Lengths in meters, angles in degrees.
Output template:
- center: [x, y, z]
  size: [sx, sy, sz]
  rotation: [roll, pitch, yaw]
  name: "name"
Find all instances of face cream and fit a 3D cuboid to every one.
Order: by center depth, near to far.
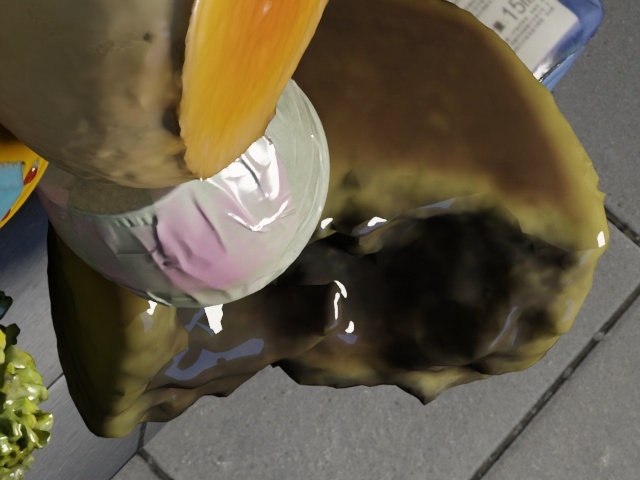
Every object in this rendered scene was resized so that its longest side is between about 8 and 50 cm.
- center: [0.123, -0.197, 1.485]
  size: [0.249, 0.225, 0.249]
  rotation: [-46, 173, -7]
  name: "face cream"

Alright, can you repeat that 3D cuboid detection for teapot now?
- center: [-0.112, -0.072, 0.867]
  size: [0.163, 0.221, 0.178]
  rotation: [-53, 162, -4]
  name: "teapot"

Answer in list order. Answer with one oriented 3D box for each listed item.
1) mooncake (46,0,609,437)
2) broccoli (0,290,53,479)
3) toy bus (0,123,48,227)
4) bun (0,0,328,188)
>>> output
- center: [0.000, 0.000, 1.122]
  size: [0.393, 0.394, 0.246]
  rotation: [-60, -179, -30]
  name: "mooncake"
- center: [-0.271, 0.108, 0.920]
  size: [0.242, 0.180, 0.273]
  rotation: [-47, 173, 0]
  name: "broccoli"
- center: [-0.203, -0.049, 0.676]
  size: [0.126, 0.136, 0.209]
  rotation: [-49, 174, 9]
  name: "toy bus"
- center: [-0.077, -0.175, 0.640]
  size: [0.299, 0.165, 0.299]
  rotation: [19, 90, -83]
  name: "bun"
